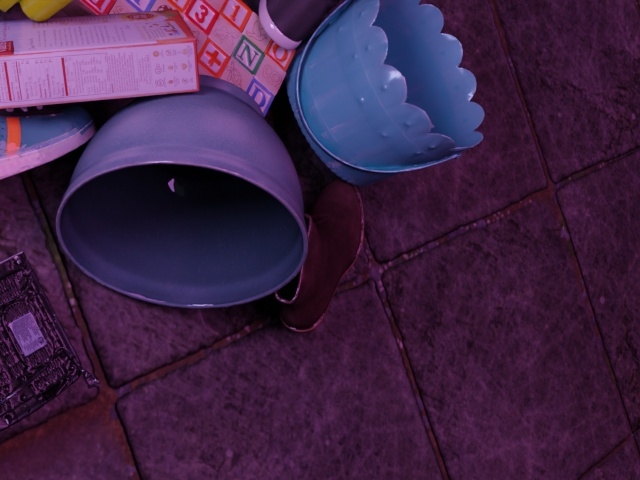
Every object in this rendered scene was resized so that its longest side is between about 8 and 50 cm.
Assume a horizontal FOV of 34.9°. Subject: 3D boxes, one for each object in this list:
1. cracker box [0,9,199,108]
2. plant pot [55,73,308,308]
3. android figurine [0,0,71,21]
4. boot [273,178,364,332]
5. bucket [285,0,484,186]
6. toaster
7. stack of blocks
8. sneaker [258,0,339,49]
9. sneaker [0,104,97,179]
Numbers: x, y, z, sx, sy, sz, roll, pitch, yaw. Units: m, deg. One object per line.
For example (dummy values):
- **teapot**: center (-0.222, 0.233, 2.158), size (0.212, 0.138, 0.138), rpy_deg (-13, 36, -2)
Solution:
- **cracker box**: center (-0.267, -0.213, 1.182), size (0.232, 0.156, 0.067), rpy_deg (-6, 116, -13)
- **plant pot**: center (-0.158, -0.076, 1.242), size (0.293, 0.293, 0.196), rpy_deg (28, 47, -33)
- **android figurine**: center (-0.373, -0.336, 1.102), size (0.248, 0.272, 0.056), rpy_deg (34, 61, -31)
- **boot**: center (0.000, 0.000, 1.398), size (0.090, 0.207, 0.249), rpy_deg (13, 73, 10)
- **bucket**: center (0.090, -0.221, 1.483), size (0.281, 0.183, 0.281), rpy_deg (36, 40, -38)
- **toaster**: center (-0.367, 0.126, 1.114), size (0.168, 0.110, 0.186), rpy_deg (-33, 102, -38)
- **stack of blocks**: center (-0.190, -0.274, 1.365), size (0.297, 0.087, 0.171), rpy_deg (38, 59, -28)
- **sneaker**: center (-0.012, -0.409, 1.460), size (0.104, 0.147, 0.296), rpy_deg (34, 36, -34)
- **sneaker**: center (-0.394, -0.121, 1.147), size (0.302, 0.108, 0.121), rpy_deg (-26, 102, -39)
